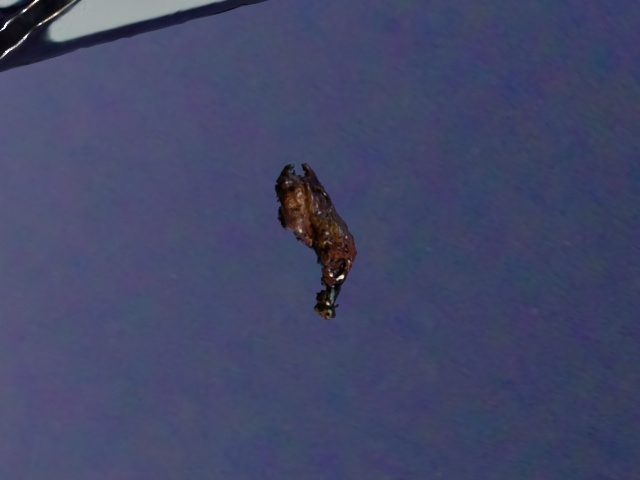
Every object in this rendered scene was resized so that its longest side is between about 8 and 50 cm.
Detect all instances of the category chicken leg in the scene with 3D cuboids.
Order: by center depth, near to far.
[{"bbox_3d":[0.001,-0.002,0.762,0.021,0.036,0.083,-18,-87,57],"label":"chicken leg"}]

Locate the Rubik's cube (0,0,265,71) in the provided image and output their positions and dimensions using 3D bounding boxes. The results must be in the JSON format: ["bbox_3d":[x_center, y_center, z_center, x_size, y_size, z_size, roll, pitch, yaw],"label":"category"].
[{"bbox_3d":[-0.035,-0.232,0.430,0.246,0.248,0.250,61,-32,21],"label":"Rubik's cube"}]
